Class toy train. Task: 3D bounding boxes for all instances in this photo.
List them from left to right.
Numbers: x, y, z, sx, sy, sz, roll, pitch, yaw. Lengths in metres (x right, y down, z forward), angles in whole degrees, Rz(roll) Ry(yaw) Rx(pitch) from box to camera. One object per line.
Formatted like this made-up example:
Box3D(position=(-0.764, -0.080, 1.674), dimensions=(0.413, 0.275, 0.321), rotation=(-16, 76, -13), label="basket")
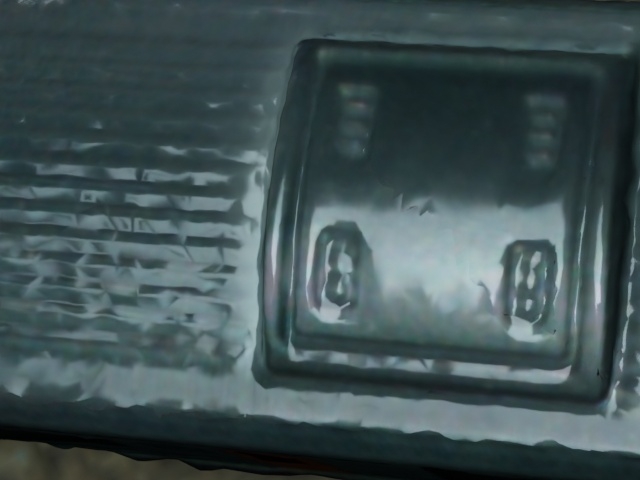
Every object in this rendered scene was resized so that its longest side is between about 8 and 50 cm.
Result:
Box3D(position=(0.000, 0.000, 0.359), dimensions=(0.409, 0.089, 0.086), rotation=(4, 82, 15), label="toy train")
